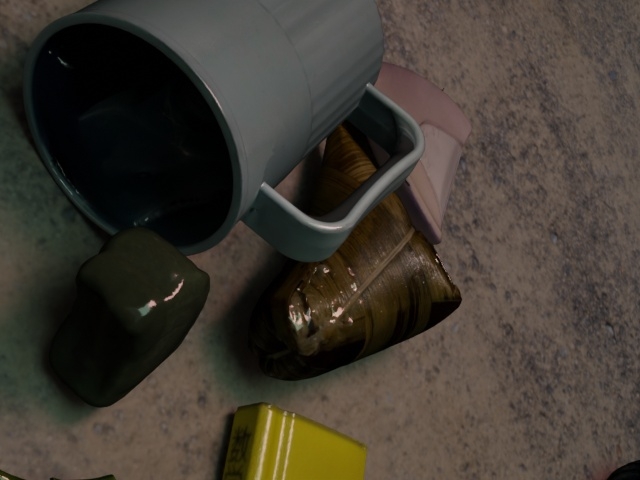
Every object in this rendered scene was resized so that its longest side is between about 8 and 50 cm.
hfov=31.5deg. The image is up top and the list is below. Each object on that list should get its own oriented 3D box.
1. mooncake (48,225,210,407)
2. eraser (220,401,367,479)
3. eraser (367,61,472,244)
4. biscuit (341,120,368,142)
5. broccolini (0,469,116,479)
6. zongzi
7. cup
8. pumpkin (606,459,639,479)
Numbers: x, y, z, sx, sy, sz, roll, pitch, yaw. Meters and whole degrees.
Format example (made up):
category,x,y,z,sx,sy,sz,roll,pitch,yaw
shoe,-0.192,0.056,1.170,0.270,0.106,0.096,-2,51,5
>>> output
category,x,y,z,sx,sy,sz,roll,pitch,yaw
mooncake,-0.189,0.074,1.083,0.104,0.175,0.168,36,8,5
eraser,-0.036,0.297,1.210,0.158,0.069,0.226,28,57,-32
eraser,0.108,-0.143,1.493,0.243,0.059,0.204,46,50,-34
biscuit,0.036,-0.167,1.477,0.092,0.016,0.082,48,52,-21
broccolini,-0.296,0.159,1.025,0.271,0.062,0.123,30,72,-25
zongzi,0.000,0.000,1.309,0.286,0.134,0.288,-17,81,-46
cup,-0.076,-0.162,1.168,0.311,0.331,0.257,-46,144,-44
pumpkin,0.474,0.403,1.599,0.194,0.150,0.194,5,77,-20
